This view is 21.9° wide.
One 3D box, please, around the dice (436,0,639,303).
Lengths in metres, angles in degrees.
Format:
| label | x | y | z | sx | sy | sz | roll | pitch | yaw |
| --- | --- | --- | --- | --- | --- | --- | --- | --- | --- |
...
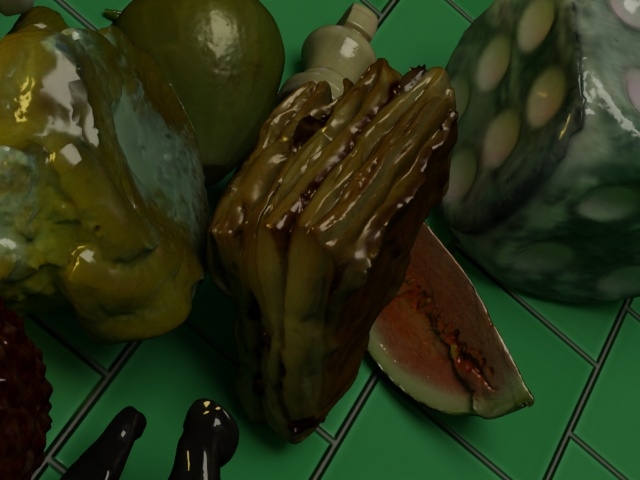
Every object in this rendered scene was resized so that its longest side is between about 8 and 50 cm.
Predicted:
| label | x | y | z | sx | sy | sz | roll | pitch | yaw |
| --- | --- | --- | --- | --- | --- | --- | --- | --- | --- |
| dice | 0.351 | -0.135 | 2.112 | 0.348 | 0.328 | 0.330 | 13 | 54 | -28 |

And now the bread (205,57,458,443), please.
| label | x | y | z | sx | sy | sz | roll | pitch | yaw |
| --- | --- | --- | --- | --- | --- | --- | --- | --- | --- |
| bread | 0.000 | 0.000 | 1.763 | 0.191 | 0.370 | 0.314 | 25 | 54 | 12 |

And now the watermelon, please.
| label | x | y | z | sx | sy | sz | roll | pitch | yaw |
| --- | --- | --- | --- | --- | --- | --- | --- | --- | --- |
| watermelon | 0.111 | 0.097 | 1.937 | 0.128 | 0.159 | 0.303 | -30 | 82 | -13 |

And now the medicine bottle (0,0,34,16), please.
| label | x | y | z | sx | sy | sz | roll | pitch | yaw |
| --- | --- | --- | --- | --- | --- | --- | --- | --- | --- |
| medicine bottle | -0.464 | -0.292 | 1.633 | 0.325 | 0.212 | 0.212 | -13 | 65 | -4 |

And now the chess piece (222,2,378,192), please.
| label | x | y | z | sx | sy | sz | roll | pitch | yaw |
| --- | --- | --- | --- | --- | --- | --- | --- | --- | --- |
| chess piece | -0.007 | -0.162 | 2.036 | 0.117 | 0.117 | 0.397 | 34 | 45 | -12 |

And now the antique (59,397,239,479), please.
| label | x | y | z | sx | sy | sz | roll | pitch | yaw |
| --- | --- | --- | --- | --- | --- | --- | --- | --- | --- |
| antique | -0.126 | 0.325 | 1.577 | 0.322 | 0.185 | 0.255 | 48 | 45 | -4 |

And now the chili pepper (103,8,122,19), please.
| label | x | y | z | sx | sy | sz | roll | pitch | yaw |
| --- | --- | --- | --- | --- | --- | --- | --- | --- | --- |
| chili pepper | -0.229 | -0.250 | 1.996 | 0.030 | 0.017 | 0.083 | -26 | 79 | -41 |

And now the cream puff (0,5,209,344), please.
| label | x | y | z | sx | sy | sz | roll | pitch | yaw |
| --- | --- | --- | --- | --- | --- | --- | --- | --- | --- |
| cream puff | -0.291 | -0.060 | 1.680 | 0.378 | 0.275 | 0.378 | 56 | 21 | -35 |

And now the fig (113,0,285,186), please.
| label | x | y | z | sx | sy | sz | roll | pitch | yaw |
| --- | --- | --- | --- | --- | --- | --- | --- | --- | --- |
| fig | -0.136 | -0.182 | 1.899 | 0.207 | 0.207 | 0.230 | -24 | 98 | -42 |

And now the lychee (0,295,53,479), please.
| label | x | y | z | sx | sy | sz | roll | pitch | yaw |
| --- | --- | --- | --- | --- | --- | --- | --- | --- | --- |
| lychee | -0.371 | 0.155 | 1.480 | 0.264 | 0.300 | 0.264 | -2 | 26 | 1 |
